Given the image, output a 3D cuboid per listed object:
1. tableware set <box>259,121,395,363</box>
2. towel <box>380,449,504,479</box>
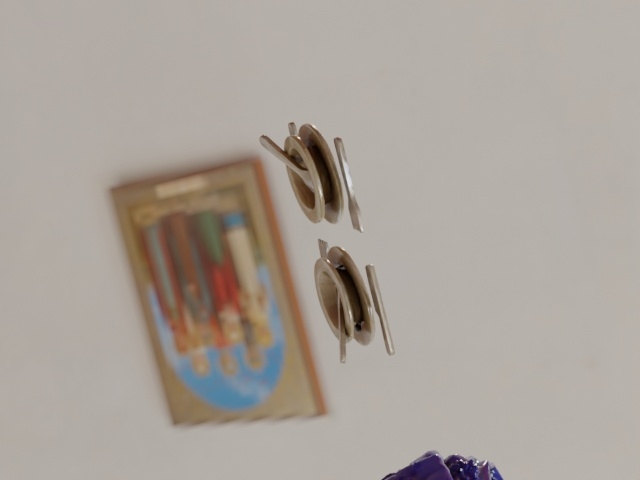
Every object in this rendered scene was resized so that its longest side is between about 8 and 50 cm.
[{"bbox_3d":[0.000,0.000,1.542,0.039,0.194,0.128,-19,-165,-16],"label":"tableware set"},{"bbox_3d":[-0.057,0.209,0.676,0.308,0.076,0.227,-31,-152,14],"label":"towel"}]
